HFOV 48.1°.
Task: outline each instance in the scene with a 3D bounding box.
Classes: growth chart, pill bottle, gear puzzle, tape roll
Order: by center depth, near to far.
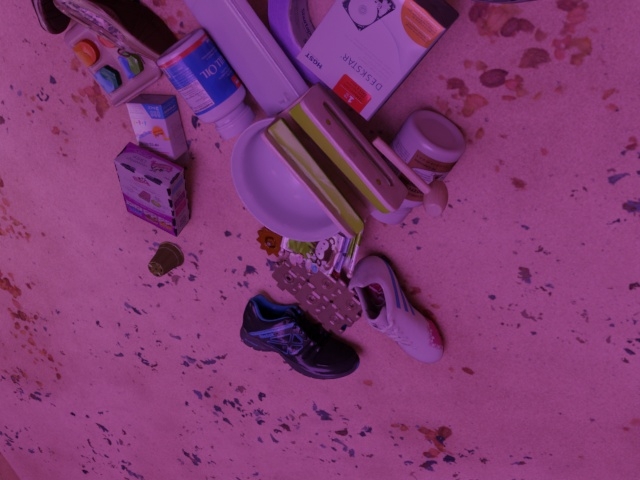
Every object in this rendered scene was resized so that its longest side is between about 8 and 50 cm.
[{"bbox_3d":[0.041,-0.430,1.367,0.275,0.090,0.275,13,127,18],"label":"tape roll"},{"bbox_3d":[0.183,-0.142,1.467,0.131,0.131,0.229,35,132,2],"label":"pill bottle"},{"bbox_3d":[-0.240,-0.334,1.555,0.124,0.124,0.221,-18,121,36],"label":"pill bottle"},{"bbox_3d":[0.000,0.000,1.677,0.237,0.021,0.172,19,108,35],"label":"growth chart"},{"bbox_3d":[-0.031,0.088,1.809,0.339,0.044,0.175,42,133,-1],"label":"gear puzzle"}]

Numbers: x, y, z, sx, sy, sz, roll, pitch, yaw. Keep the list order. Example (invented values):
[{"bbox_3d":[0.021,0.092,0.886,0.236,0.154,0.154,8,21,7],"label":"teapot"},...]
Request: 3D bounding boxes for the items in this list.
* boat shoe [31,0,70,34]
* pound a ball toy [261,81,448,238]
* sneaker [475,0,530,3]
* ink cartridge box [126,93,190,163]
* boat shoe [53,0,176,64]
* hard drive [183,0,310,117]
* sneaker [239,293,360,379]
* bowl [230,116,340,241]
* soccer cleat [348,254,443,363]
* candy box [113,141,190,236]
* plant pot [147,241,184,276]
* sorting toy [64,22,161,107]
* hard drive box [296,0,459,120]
[{"bbox_3d":[-0.627,-0.600,1.612,0.095,0.095,0.257,23,125,30],"label":"boat shoe"},{"bbox_3d":[0.077,-0.156,1.355,0.208,0.136,0.319,-33,105,36],"label":"pound a ball toy"},{"bbox_3d":[0.361,-0.435,1.183,0.271,0.108,0.100,-1,120,27],"label":"sneaker"},{"bbox_3d":[-0.390,-0.257,1.735,0.104,0.061,0.181,8,126,24],"label":"ink cartridge box"},{"bbox_3d":[-0.447,-0.478,1.574,0.285,0.104,0.089,35,137,-11],"label":"boat shoe"},{"bbox_3d":[-0.154,-0.401,1.462,0.307,0.040,0.203,53,162,-13],"label":"hard drive"},{"bbox_3d":[-0.056,0.255,1.882,0.341,0.125,0.140,18,124,13],"label":"sneaker"},{"bbox_3d":[-0.037,-0.156,1.572,0.298,0.134,0.298,15,128,19],"label":"bowl"},{"bbox_3d":[0.171,0.190,1.700,0.116,0.143,0.331,-24,109,38],"label":"soccer cleat"},{"bbox_3d":[-0.416,-0.124,1.792,0.159,0.071,0.233,27,152,9],"label":"candy box"},{"bbox_3d":[-0.431,0.059,1.970,0.083,0.079,0.083,14,128,18],"label":"plant pot"},{"bbox_3d":[-0.493,-0.433,1.682,0.193,0.038,0.208,-20,111,37],"label":"sorting toy"},{"bbox_3d":[0.098,-0.360,1.269,0.181,0.089,0.232,40,132,-2],"label":"hard drive box"}]
